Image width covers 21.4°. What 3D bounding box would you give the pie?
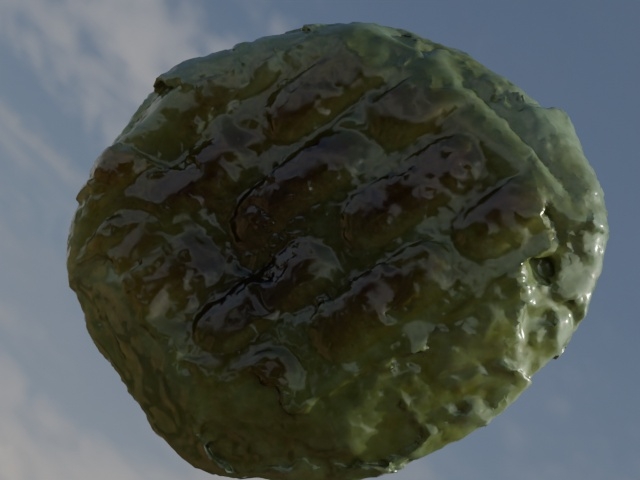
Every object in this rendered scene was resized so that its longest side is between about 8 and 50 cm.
[{"bbox_3d":[0.000,0.000,0.941,0.306,0.306,0.071,25,-18,25],"label":"pie"}]
